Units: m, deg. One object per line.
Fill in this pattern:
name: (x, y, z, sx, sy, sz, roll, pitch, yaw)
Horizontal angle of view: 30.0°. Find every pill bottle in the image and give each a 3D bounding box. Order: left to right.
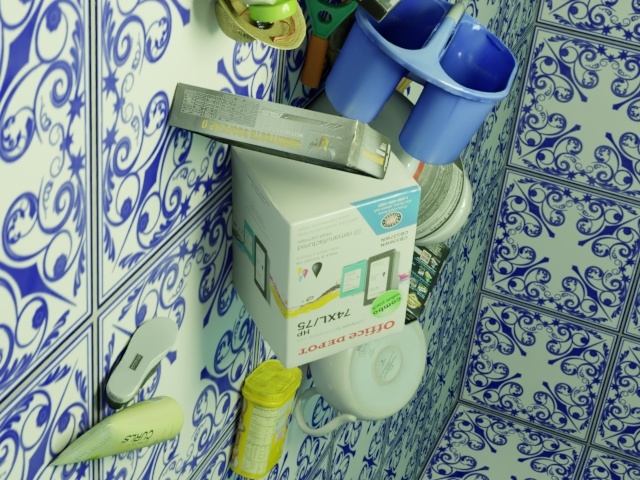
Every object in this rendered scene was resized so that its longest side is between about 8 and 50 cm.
pill bottle: (0.119, -0.111, 1.974, 0.363, 0.210, 0.210, 30, 78, -64)

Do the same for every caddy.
caddy: (0.153, -0.260, 1.711, 0.179, 0.241, 0.341, -58, 180, 28)

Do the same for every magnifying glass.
magnifying glass: (0.006, -0.317, 1.727, 0.231, 0.092, 0.026, 105, 9, -46)

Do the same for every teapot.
teapot: (0.065, 0.222, 2.299, 0.256, 0.187, 0.252, -22, 111, -37)

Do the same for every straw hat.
straw hat: (-0.092, -0.273, 1.436, 0.061, 0.144, 0.144, -34, -168, 39)

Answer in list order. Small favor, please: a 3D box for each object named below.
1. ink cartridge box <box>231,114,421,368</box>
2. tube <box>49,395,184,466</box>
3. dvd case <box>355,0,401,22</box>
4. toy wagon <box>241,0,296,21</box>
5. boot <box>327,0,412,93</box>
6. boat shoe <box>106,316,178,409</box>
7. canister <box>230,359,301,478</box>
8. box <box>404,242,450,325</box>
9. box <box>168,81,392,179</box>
ink cartridge box: (0.000, 0.000, 1.676, 0.198, 0.197, 0.270, -16, 135, -20)
tube: (-0.244, 0.237, 1.481, 0.240, 0.062, 0.070, 5, 100, -74)
dvd case: (0.064, -0.409, 1.659, 0.029, 0.179, 0.239, -45, -177, 37)
toy wagon: (-0.072, -0.384, 1.335, 0.344, 0.068, 0.267, -52, 140, -49)
boot: (0.093, -0.326, 1.979, 0.269, 0.089, 0.236, 70, 39, -62)
boat shoe: (-0.226, 0.152, 1.492, 0.142, 0.049, 0.040, -56, 176, -42)
canister: (-0.094, 0.304, 2.026, 0.126, 0.073, 0.170, -38, 143, -63)
box: (0.121, 0.024, 2.218, 0.051, 0.220, 0.175, -31, -154, 54)
box: (-0.043, -0.131, 1.463, 0.183, 0.231, 0.056, 7, 97, -74)
